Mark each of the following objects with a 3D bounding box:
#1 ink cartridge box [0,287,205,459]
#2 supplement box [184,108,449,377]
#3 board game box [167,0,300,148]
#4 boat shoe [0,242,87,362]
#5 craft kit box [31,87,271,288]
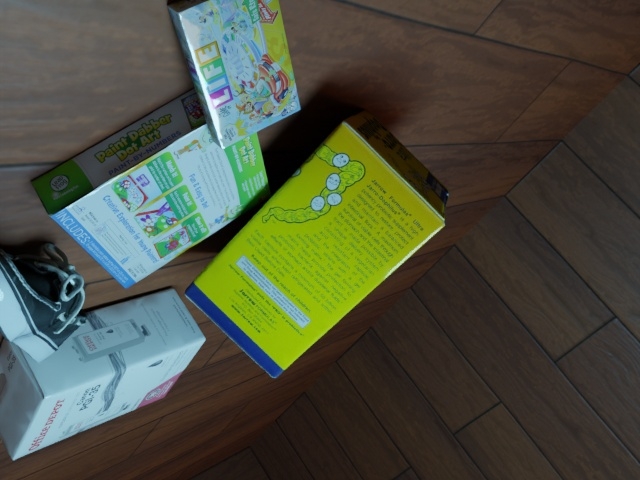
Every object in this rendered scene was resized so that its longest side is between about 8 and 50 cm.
[{"bbox_3d":[-0.359,0.208,1.013,0.283,0.117,0.207,-15,151,-48],"label":"ink cartridge box"},{"bbox_3d":[0.000,0.000,0.966,0.356,0.195,0.194,-45,-177,20],"label":"supplement box"},{"bbox_3d":[-0.082,-0.182,0.648,0.104,0.026,0.154,-31,137,-18],"label":"board game box"},{"bbox_3d":[-0.332,0.064,0.744,0.105,0.113,0.306,-37,165,-22],"label":"boat shoe"},{"bbox_3d":[-0.187,-0.063,0.791,0.247,0.061,0.250,-31,160,-11],"label":"craft kit box"}]
